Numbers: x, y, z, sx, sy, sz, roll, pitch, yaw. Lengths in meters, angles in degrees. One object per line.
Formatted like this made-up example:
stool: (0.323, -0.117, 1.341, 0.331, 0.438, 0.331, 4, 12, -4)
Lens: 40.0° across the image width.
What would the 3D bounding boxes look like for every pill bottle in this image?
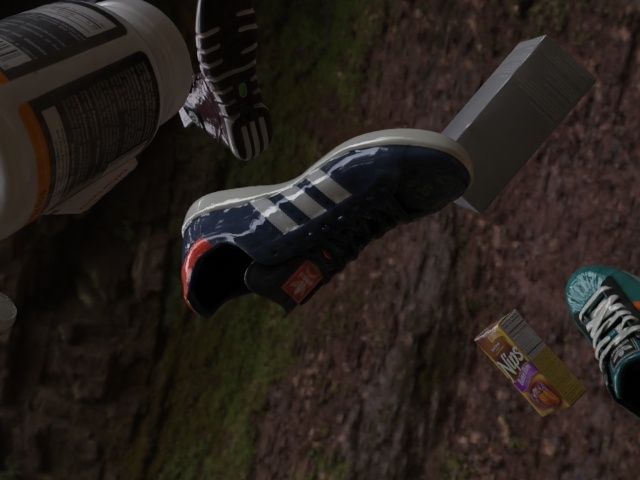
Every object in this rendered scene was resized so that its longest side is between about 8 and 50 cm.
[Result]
pill bottle: (-0.239, -0.121, 0.774, 0.278, 0.162, 0.162, -47, -33, -55)

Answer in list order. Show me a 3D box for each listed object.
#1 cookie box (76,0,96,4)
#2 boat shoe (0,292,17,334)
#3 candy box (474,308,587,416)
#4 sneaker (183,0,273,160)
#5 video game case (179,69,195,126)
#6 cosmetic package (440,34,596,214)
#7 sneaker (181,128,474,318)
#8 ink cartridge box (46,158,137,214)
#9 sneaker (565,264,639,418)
cookie box: (-0.415, -0.448, 1.461, 0.092, 0.107, 0.040, -55, 41, 29)
boat shoe: (-0.592, 0.102, 1.443, 0.103, 0.113, 0.302, -42, -15, 9)
candy box: (0.369, 0.219, 1.559, 0.053, 0.186, 0.109, -37, -9, -24)
sneaker: (-0.172, -0.263, 1.331, 0.106, 0.162, 0.281, -28, -57, -35)
video game case: (-0.258, -0.288, 1.676, 0.011, 0.087, 0.122, -17, -96, -36)
cosmetic package: (0.247, -0.157, 1.203, 0.238, 0.107, 0.127, -52, 9, 5)
sneaker: (0.000, 0.000, 0.933, 0.131, 0.350, 0.148, 47, -145, -39)
ink cartridge box: (-0.440, -0.122, 1.491, 0.160, 0.092, 0.219, -37, -9, 17)
sneaker: (0.364, 0.121, 0.999, 0.121, 0.302, 0.108, 18, -65, -36)
